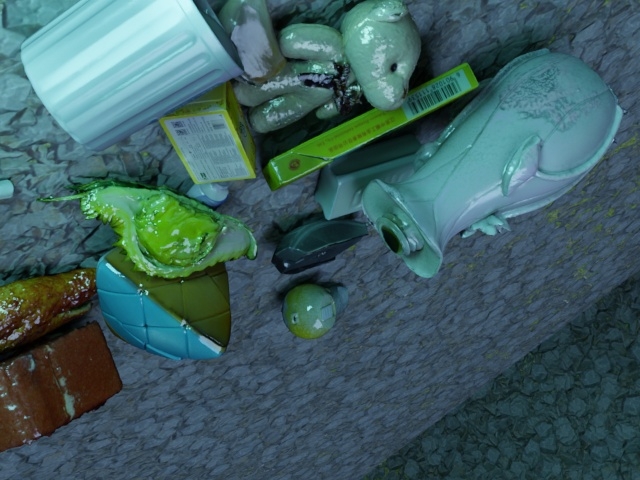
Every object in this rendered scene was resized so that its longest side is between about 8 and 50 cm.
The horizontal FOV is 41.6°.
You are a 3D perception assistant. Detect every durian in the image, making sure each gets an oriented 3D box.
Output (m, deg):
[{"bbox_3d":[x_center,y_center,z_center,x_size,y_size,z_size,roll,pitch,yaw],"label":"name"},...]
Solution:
[{"bbox_3d":[-0.232,-0.014,1.262,0.375,0.106,0.132,18,125,-41],"label":"durian"}]

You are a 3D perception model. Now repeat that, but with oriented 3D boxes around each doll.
[{"bbox_3d":[0.015,-0.227,1.183,0.278,0.149,0.175,-23,179,9],"label":"doll"}]

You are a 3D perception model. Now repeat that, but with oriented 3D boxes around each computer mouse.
[{"bbox_3d":[-0.002,-0.001,1.606,0.231,0.071,0.126,-17,164,-42],"label":"computer mouse"}]

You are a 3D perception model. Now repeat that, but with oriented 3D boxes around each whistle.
[{"bbox_3d":[-0.010,0.142,1.814,0.123,0.123,0.223,-47,166,28],"label":"whistle"}]

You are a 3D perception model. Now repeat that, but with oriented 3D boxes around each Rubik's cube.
[{"bbox_3d":[-0.295,0.095,1.369,0.254,0.254,0.254,-24,152,-13],"label":"Rubik's cube"}]

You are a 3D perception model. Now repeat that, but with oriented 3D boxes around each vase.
[{"bbox_3d":[0.282,-0.131,1.420,0.445,0.250,0.250,-37,155,-16],"label":"vase"}]

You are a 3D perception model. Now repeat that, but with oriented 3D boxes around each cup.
[{"bbox_3d":[-0.203,-0.201,0.970,0.202,0.167,0.221,-31,151,6],"label":"cup"}]

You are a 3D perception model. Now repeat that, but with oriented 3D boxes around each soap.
[{"bbox_3d":[0.095,-0.116,1.511,0.198,0.066,0.119,-19,152,-22],"label":"soap"}]

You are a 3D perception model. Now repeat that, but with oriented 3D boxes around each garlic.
[{"bbox_3d":[-0.097,-0.264,1.072,0.084,0.066,0.152,-28,128,-13],"label":"garlic"}]

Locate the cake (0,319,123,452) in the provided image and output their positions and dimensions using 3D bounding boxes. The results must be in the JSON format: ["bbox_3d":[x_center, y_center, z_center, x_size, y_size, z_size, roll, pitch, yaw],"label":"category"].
[{"bbox_3d":[-0.471,0.240,1.387,0.177,0.150,0.283,-12,-170,29],"label":"cake"}]

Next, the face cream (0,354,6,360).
[{"bbox_3d":[-0.637,0.222,1.345,0.274,0.096,0.154,-31,153,-29],"label":"face cream"}]

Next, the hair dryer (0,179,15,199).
[{"bbox_3d":[-0.446,-0.052,1.082,0.137,0.082,0.047,-19,154,-54],"label":"hair dryer"}]

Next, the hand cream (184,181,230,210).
[{"bbox_3d":[-0.191,-0.061,1.347,0.084,0.053,0.142,-4,153,-42],"label":"hand cream"}]

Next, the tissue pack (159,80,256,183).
[{"bbox_3d":[-0.154,-0.151,1.178,0.095,0.062,0.176,-6,154,8],"label":"tissue pack"}]

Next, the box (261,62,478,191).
[{"bbox_3d":[0.069,-0.173,1.322,0.335,0.047,0.187,-27,-176,-7],"label":"box"}]

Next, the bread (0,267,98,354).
[{"bbox_3d":[-0.455,0.115,1.324,0.269,0.095,0.139,-13,155,-39],"label":"bread"}]
